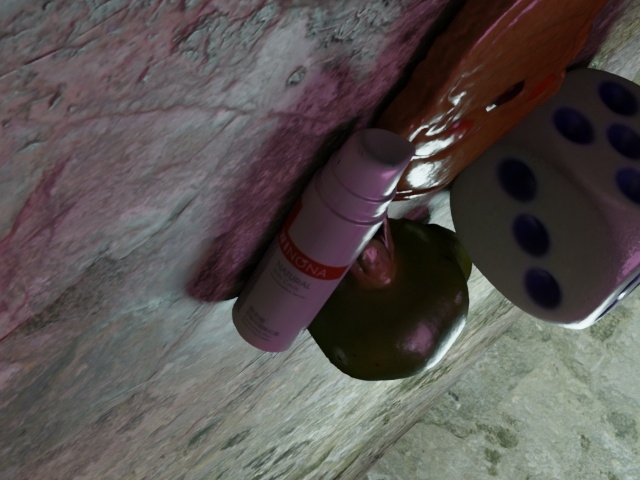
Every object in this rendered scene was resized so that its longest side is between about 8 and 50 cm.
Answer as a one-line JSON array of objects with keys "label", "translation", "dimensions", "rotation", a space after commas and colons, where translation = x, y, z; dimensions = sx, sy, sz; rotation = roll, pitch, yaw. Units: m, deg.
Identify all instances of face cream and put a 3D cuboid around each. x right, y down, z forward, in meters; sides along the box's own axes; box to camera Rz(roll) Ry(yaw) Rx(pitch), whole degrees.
[{"label": "face cream", "translation": [0.000, 0.000, 1.637], "dimensions": [0.102, 0.102, 0.345], "rotation": [-28, 158, -45]}]

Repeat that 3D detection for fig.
[{"label": "fig", "translation": [0.175, 0.041, 2.152], "dimensions": [0.133, 0.126, 0.185], "rotation": [-32, 170, 8]}]

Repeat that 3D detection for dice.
[{"label": "dice", "translation": [0.408, -0.067, 2.104], "dimensions": [0.304, 0.304, 0.277], "rotation": [-29, 159, -43]}]

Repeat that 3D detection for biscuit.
[{"label": "biscuit", "translation": [0.211, -0.201, 1.662], "dimensions": [0.350, 0.078, 0.455], "rotation": [-25, 158, -33]}]

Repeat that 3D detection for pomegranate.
[{"label": "pomegranate", "translation": [0.081, 0.058, 1.814], "dimensions": [0.236, 0.236, 0.302], "rotation": [-40, 152, -13]}]
